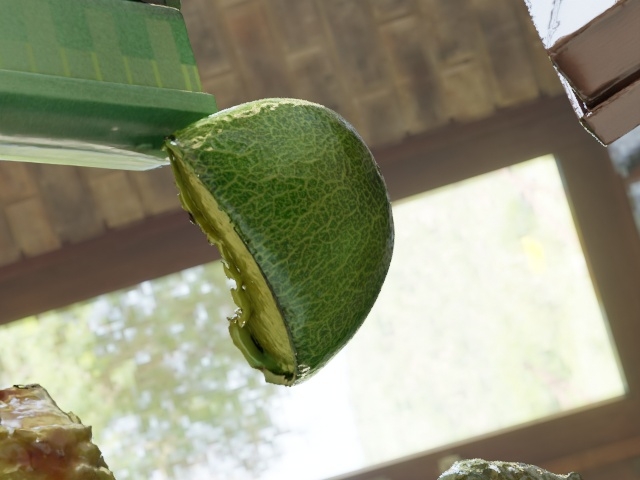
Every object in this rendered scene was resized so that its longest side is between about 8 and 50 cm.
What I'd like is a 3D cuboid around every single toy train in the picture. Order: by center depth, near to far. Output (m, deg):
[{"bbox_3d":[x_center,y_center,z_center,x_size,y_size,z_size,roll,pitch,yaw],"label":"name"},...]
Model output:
[{"bbox_3d":[-0.227,-0.162,1.307,0.301,0.120,0.202,3,-115,-45],"label":"toy train"}]

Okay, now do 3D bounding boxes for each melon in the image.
[{"bbox_3d":[0.000,0.000,1.354,0.129,0.169,0.265,34,152,46],"label":"melon"}]

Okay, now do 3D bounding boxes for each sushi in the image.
[{"bbox_3d":[-0.187,0.227,1.035,0.184,0.139,0.274,155,109,-72],"label":"sushi"}]

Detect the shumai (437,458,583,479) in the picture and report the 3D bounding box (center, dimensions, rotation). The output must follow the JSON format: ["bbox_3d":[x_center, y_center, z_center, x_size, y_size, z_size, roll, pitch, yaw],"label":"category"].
[{"bbox_3d":[0.196,0.288,1.636,0.142,0.184,0.184,-59,-49,-80],"label":"shumai"}]

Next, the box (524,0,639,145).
[{"bbox_3d":[0.225,-0.200,1.066,0.086,0.215,0.215,45,-160,-32],"label":"box"}]
